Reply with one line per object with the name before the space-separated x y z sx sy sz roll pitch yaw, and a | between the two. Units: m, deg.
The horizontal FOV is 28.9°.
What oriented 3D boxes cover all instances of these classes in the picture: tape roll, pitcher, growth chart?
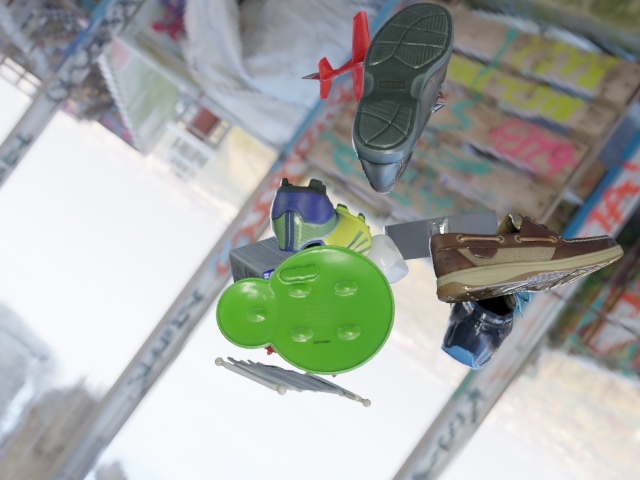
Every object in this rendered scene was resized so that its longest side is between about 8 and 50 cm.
tape roll | 0.229 -0.008 2.357 0.219 0.072 0.219 -8 178 0
pitcher | 0.017 0.083 1.994 0.125 0.207 0.178 57 156 -1
growth chart | -0.048 0.231 2.056 0.172 0.021 0.237 20 -177 43

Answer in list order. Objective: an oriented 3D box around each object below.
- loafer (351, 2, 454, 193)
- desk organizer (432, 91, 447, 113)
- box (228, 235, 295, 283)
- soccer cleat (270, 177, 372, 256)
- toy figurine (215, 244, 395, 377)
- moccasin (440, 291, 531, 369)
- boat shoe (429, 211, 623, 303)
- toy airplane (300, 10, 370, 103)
loafer | 0.093 -0.170 1.455 0.096 0.267 0.084 11 141 14
desk organizer | 0.148 -0.224 2.080 0.047 0.050 0.130 1 158 -39
box | -0.069 0.048 2.165 0.126 0.137 0.072 30 133 54
soccer cleat | -0.001 0.000 1.742 0.093 0.121 0.289 2 168 19
toy figurine | -0.014 0.092 1.265 0.173 0.130 0.159 -4 161 -1
moccasin | 0.292 0.110 2.098 0.138 0.116 0.342 26 -158 0
boat shoe | 0.314 0.011 1.903 0.123 0.342 0.123 -41 62 60
toy airplane | 0.042 -0.253 1.789 0.028 0.151 0.151 43 -177 42
